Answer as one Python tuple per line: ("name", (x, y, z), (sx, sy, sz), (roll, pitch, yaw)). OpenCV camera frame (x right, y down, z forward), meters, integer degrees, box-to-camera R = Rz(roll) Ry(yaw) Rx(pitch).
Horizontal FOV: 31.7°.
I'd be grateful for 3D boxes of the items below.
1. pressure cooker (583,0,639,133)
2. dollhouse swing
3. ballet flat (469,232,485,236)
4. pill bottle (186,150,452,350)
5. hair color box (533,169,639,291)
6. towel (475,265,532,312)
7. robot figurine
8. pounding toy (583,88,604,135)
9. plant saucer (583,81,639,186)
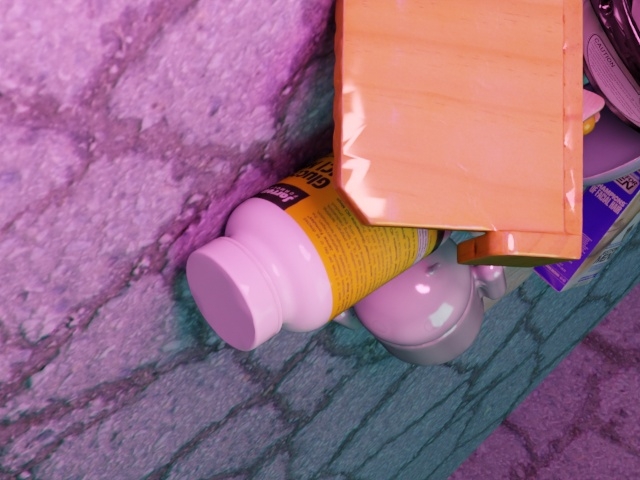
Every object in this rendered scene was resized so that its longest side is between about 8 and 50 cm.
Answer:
("pressure cooker", (0.568, -0.335, 1.603), (0.420, 0.369, 0.376), (-41, 143, -31))
("dollhouse swing", (0.153, -0.147, 1.391), (0.304, 0.347, 0.315), (1, 176, -6))
("ballet flat", (0.340, -0.037, 2.060), (0.124, 0.116, 0.342), (-20, 153, 28))
("pill bottle", (0.000, 0.000, 1.456), (0.334, 0.188, 0.188), (-32, 154, -30))
("hair color box", (0.649, -0.045, 2.596), (0.185, 0.110, 0.339), (-9, 136, -53))
("towel", (0.360, 0.088, 2.402), (0.282, 0.049, 0.187), (-35, 154, -21))
("robot figurine", (0.161, 0.093, 1.870), (0.299, 0.200, 0.353), (-18, 159, 8))
("pounding toy", (0.312, -0.128, 1.667), (0.269, 0.154, 0.155), (-43, 167, -2))
("plant saucer", (0.486, -0.187, 1.869), (0.317, 0.317, 0.044), (-40, 116, -12))
